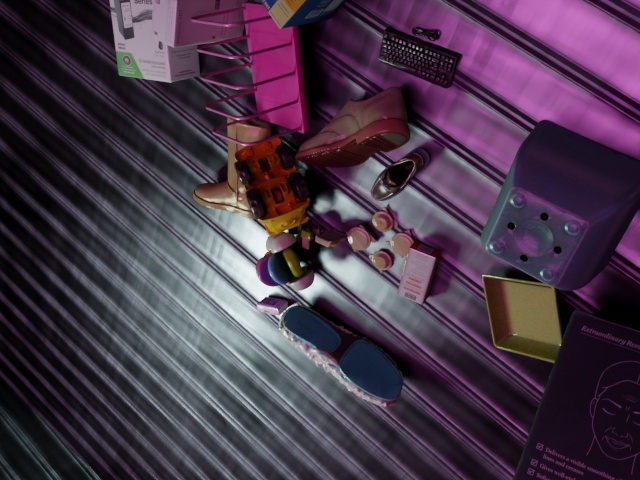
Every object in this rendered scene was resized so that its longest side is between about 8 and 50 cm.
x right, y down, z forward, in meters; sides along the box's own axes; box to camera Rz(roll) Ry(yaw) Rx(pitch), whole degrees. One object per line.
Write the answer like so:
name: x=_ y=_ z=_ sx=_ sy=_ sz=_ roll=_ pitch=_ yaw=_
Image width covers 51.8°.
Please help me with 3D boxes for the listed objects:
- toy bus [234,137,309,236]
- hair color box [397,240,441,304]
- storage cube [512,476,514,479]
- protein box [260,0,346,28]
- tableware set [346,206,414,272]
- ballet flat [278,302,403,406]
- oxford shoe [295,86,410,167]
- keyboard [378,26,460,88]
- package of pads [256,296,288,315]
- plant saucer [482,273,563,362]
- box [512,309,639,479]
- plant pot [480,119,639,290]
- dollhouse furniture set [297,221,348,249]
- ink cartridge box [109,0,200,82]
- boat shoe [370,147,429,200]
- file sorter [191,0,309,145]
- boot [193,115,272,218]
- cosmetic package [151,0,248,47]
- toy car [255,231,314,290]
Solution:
toy bus: x=-0.117 y=-0.123 z=1.706 sx=0.211 sy=0.149 sz=0.220 roll=79 pitch=167 yaw=-68
hair color box: x=0.239 y=0.079 z=1.604 sx=0.072 sy=0.043 sz=0.141 roll=22 pitch=122 yaw=18
storage cube: x=0.569 y=0.572 z=1.494 sx=0.215 sy=0.193 sz=0.183 roll=-36 pitch=87 yaw=42
protein box: x=-0.008 y=-0.572 z=1.382 sx=0.201 sy=0.200 sz=0.136 roll=-36 pitch=88 yaw=41
tableware set: x=0.152 y=0.002 z=1.650 sx=0.169 sy=0.020 sz=0.141 roll=-37 pitch=92 yaw=37
ballet flat: x=0.061 y=0.318 z=1.821 sx=0.409 sy=0.147 sz=0.147 roll=35 pitch=128 yaw=23
oxford shoe: x=0.073 y=-0.258 z=1.553 sx=0.348 sy=0.123 sz=0.130 roll=-11 pitch=72 yaw=45
keyboard: x=0.211 y=-0.405 z=1.416 sx=0.180 sy=0.023 sz=0.108 roll=28 pitch=125 yaw=23
package of pads: x=-0.140 y=0.193 z=1.942 sx=0.083 sy=0.050 sz=0.032 roll=7 pitch=120 yaw=34
plant saucer: x=0.459 y=0.164 z=1.459 sx=0.188 sy=0.045 sz=0.188 roll=8 pitch=116 yaw=53
box: x=0.574 y=0.376 z=1.259 sx=0.294 sy=0.212 sz=0.395 roll=19 pitch=82 yaw=30
plant pot: x=0.444 y=-0.046 z=1.257 sx=0.248 sy=0.252 sz=0.247 roll=31 pitch=127 yaw=22
dollhouse furniture set: x=0.000 y=0.000 z=1.732 sx=0.152 sy=0.076 sz=0.058 roll=22 pitch=121 yaw=39
ink cartridge box: x=-0.445 y=-0.584 z=1.756 sx=0.211 sy=0.121 sz=0.289 roll=15 pitch=118 yaw=31
boat shoe: x=0.171 y=-0.149 z=1.536 sx=0.066 sy=0.066 sz=0.183 roll=51 pitch=131 yaw=7
file sorter: x=-0.170 y=-0.390 z=1.551 sx=0.202 sy=0.182 sz=0.290 roll=27 pitch=132 yaw=46
boot: x=-0.242 y=-0.213 z=1.808 sx=0.236 sy=0.089 sz=0.269 roll=15 pitch=121 yaw=16
cosmetic package: x=-0.287 y=-0.540 z=1.584 sx=0.085 sy=0.231 sz=0.117 roll=31 pitch=127 yaw=25
toy car: x=-0.109 y=0.068 z=1.773 sx=0.159 sy=0.136 sz=0.182 roll=64 pitch=169 yaw=-10
